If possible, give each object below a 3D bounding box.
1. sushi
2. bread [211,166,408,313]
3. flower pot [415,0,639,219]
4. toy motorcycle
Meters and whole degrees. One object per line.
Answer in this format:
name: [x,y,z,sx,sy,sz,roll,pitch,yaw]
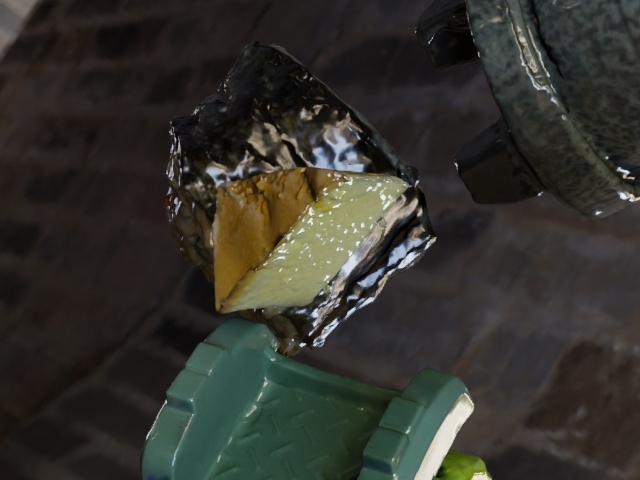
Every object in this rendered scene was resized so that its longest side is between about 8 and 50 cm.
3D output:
sushi: [-0.029,-0.022,1.155,0.211,0.171,0.350,44,173,4]
bread: [0.000,0.000,0.838,0.084,0.080,0.109,0,176,-41]
flower pot: [0.253,-0.175,1.303,0.283,0.299,0.299,-26,134,27]
toy motorcycle: [-0.046,0.200,0.838,0.191,0.326,0.200,13,140,27]
